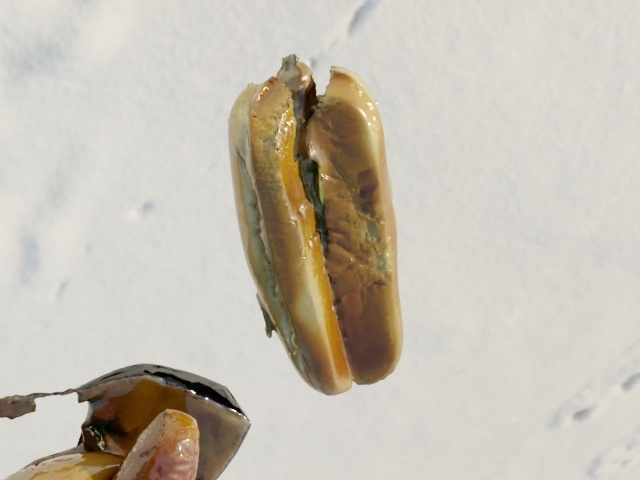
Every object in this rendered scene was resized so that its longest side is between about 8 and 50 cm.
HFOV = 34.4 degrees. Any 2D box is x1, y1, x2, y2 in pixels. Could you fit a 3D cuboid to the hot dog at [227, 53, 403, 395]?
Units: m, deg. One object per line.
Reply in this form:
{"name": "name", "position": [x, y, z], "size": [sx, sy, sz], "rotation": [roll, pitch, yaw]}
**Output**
{"name": "hot dog", "position": [0.000, 0.000, 0.715], "size": [0.109, 0.072, 0.269], "rotation": [-14, 120, -10]}

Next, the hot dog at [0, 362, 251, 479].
{"name": "hot dog", "position": [-0.195, 0.223, 0.712], "size": [0.194, 0.107, 0.326], "rotation": [38, 94, -30]}
